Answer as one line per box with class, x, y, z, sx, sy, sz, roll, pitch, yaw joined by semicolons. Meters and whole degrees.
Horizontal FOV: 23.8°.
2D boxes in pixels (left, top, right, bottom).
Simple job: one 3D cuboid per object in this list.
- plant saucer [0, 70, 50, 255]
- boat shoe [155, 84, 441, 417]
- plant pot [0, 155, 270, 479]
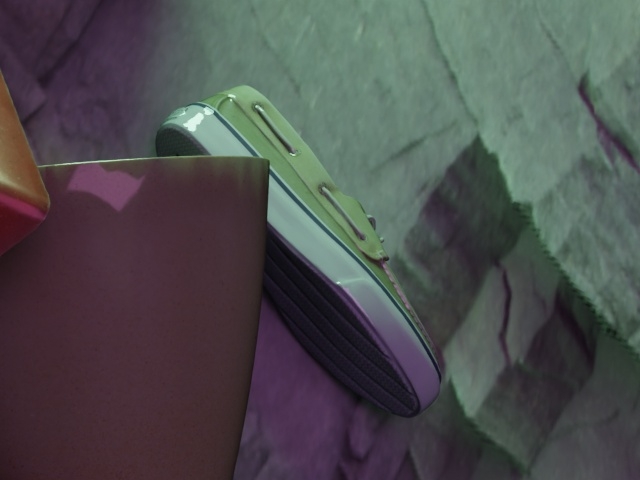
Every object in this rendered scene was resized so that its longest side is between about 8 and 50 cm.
plant saucer;-0.304;-0.026;0.932;0.258;0.259;0.048;-37;132;6
boat shoe;0.000;0.000;1.178;0.094;0.109;0.302;-38;86;-30
plant pot;-0.150;0.092;1.031;0.256;0.256;0.274;-5;90;-23
